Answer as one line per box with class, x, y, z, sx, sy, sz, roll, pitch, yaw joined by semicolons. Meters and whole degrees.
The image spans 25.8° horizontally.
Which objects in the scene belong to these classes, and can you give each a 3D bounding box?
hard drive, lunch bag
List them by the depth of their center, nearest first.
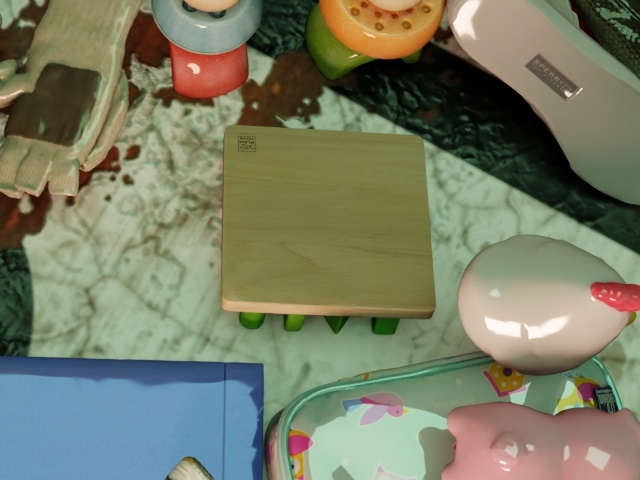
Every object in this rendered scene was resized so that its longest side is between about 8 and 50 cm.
hard drive;-0.202;0.191;1.027;0.318;0.040;0.210;2;75;-8
lunch bag;0.109;0.201;1.034;0.279;0.108;0.224;-8;76;-10

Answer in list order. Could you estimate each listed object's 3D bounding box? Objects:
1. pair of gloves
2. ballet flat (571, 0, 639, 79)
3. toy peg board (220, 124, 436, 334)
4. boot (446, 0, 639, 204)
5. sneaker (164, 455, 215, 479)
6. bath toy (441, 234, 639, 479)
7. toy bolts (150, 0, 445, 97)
pair of gloves;-0.256;-0.136;1.088;0.240;0.042;0.204;9;77;14
ballet flat;0.270;-0.170;1.195;0.084;0.058;0.250;-34;87;-37
toy peg board;0.000;0.000;1.103;0.161;0.079;0.161;3;58;-8
boot;0.209;-0.148;1.156;0.258;0.095;0.123;43;32;-20
sneaker;-0.081;0.197;1.010;0.037;0.032;0.083;-42;79;-3
bath toy;0.161;0.166;0.930;0.151;0.129;0.348;14;75;-43
toy bolts;-0.030;-0.228;1.107;0.228;0.158;0.218;-17;78;-12
